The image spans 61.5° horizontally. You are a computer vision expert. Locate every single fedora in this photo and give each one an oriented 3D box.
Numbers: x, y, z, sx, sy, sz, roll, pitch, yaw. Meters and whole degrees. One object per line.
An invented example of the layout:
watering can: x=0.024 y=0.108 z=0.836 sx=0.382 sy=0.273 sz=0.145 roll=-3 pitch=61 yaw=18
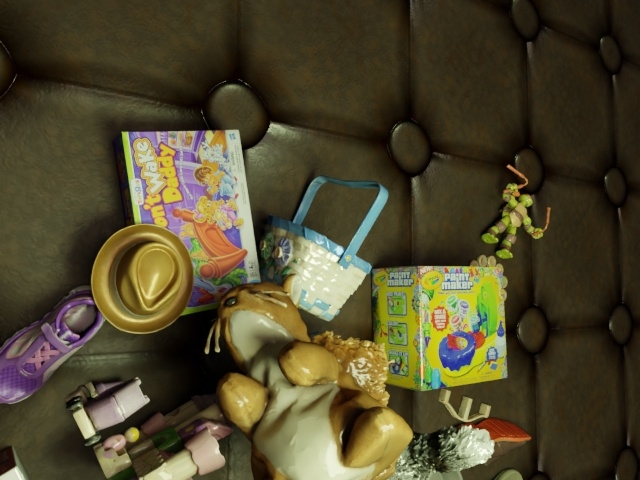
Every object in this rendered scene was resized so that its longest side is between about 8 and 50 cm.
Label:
fedora: x=-0.293 y=0.063 z=0.927 sx=0.194 sy=0.079 sz=0.195 roll=5 pitch=81 yaw=-33

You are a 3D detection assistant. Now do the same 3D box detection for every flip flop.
flip flop: x=0.484 y=0.725 z=1.462 sx=0.277 sy=0.080 sz=0.112 roll=-20 pitch=102 yaw=-37

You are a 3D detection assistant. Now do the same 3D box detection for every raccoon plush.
raccoon plush: x=0.112 y=0.523 z=1.052 sx=0.216 sy=0.446 sz=0.299 roll=29 pitch=52 yaw=-15

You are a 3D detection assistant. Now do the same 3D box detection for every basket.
basket: x=0.000 y=0.000 z=1.115 sx=0.201 sy=0.254 sz=0.289 roll=36 pitch=78 yaw=-31

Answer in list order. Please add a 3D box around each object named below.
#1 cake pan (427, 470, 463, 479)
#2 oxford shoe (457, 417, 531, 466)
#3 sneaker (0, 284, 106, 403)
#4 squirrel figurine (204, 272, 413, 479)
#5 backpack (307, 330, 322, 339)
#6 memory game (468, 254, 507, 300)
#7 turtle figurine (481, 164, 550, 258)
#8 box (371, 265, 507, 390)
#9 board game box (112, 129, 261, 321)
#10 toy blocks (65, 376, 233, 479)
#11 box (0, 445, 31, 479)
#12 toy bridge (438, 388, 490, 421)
cake pan: x=0.274 y=0.681 z=1.302 sx=0.293 sy=0.054 sz=0.294 roll=8 pitch=80 yaw=-53
oxford shoe: x=0.465 y=0.556 z=1.477 sx=0.271 sy=0.097 sz=0.099 roll=7 pitch=102 yaw=-28
sneaker: x=-0.450 y=0.171 z=0.902 sx=0.236 sy=0.104 sz=0.095 roll=-49 pitch=113 yaw=-24
squirrel figurine: x=-0.031 y=0.248 z=0.919 sx=0.281 sy=0.370 sz=0.397 roll=-42 pitch=147 yaw=9
backpack: x=-0.046 y=0.277 z=1.126 sx=0.116 sy=0.158 sz=0.174 roll=8 pitch=68 yaw=-14
memory game: x=0.478 y=0.131 z=1.551 sx=0.186 sy=0.012 sz=0.186 roll=3 pitch=85 yaw=-32
turtle figurine: x=0.556 y=-0.072 z=1.574 sx=0.217 sy=0.087 sz=0.269 roll=-51 pitch=121 yaw=-17
box: x=0.292 y=0.204 z=1.331 sx=0.289 sy=0.177 sz=0.280 roll=1 pitch=84 yaw=-33
board game box: x=-0.256 y=-0.035 z=1.057 sx=0.233 sy=0.078 sz=0.348 roll=-9 pitch=91 yaw=-33
toy blocks: x=-0.239 y=0.325 z=0.919 sx=0.260 sy=0.288 sz=0.309 roll=-27 pitch=98 yaw=-25
box: x=-0.531 y=0.413 z=0.815 sx=0.170 sy=0.130 sz=0.091 roll=-28 pitch=101 yaw=-32
toy bridge: x=0.392 y=0.458 z=1.462 sx=0.188 sy=0.026 sz=0.063 roll=27 pitch=75 yaw=-28
